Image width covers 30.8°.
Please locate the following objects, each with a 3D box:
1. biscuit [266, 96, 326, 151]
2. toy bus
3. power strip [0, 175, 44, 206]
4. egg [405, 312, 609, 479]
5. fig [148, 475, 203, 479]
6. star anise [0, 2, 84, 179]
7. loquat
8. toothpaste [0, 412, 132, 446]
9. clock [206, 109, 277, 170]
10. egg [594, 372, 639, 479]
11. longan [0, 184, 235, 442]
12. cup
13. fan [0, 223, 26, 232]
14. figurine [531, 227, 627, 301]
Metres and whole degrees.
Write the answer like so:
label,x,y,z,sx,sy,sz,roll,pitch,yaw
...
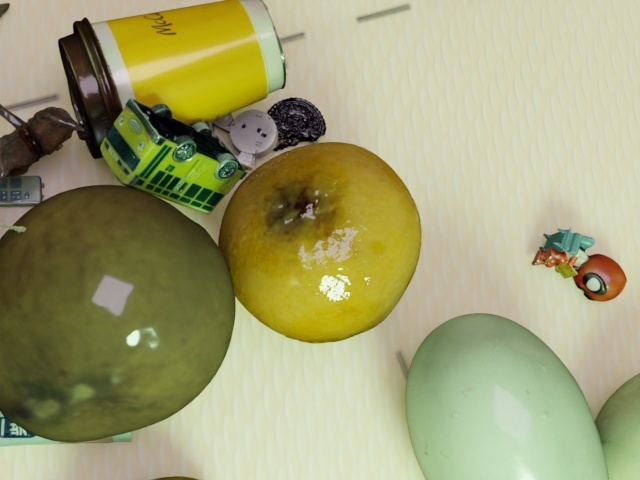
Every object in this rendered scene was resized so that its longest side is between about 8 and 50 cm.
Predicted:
label,x,y,z,sx,sy,sz,roll,pitch,yaw
biscuit,-0.037,-0.161,1.645,0.087,0.027,0.089,29,70,-3
toy bus,-0.185,-0.101,1.447,0.101,0.175,0.088,-48,56,15
power strip,-0.410,-0.065,1.533,0.090,0.016,0.040,-2,75,-14
egg,0.243,0.270,1.487,0.230,0.230,0.371,-23,87,-18
fig,-0.224,0.348,1.415,0.257,0.159,0.159,12,71,12
star anise,-0.401,-0.205,1.513,0.227,0.148,0.218,53,31,-4
loquat,0.000,0.000,1.492,0.263,0.263,0.263,4,74,-13
toothpaste,-0.340,0.236,1.459,0.205,0.036,0.056,2,74,-9
clock,-0.125,-0.152,1.610,0.129,0.041,0.087,28,81,8
egg,0.473,0.265,1.566,0.253,0.186,0.186,-31,84,-21
longan,-0.261,0.087,1.379,0.319,0.319,0.319,4,74,-13
cup,-0.196,-0.222,1.526,0.279,0.196,0.196,-19,80,-12
fan,-0.431,-0.026,1.395,0.010,0.310,0.182,49,64,-37
figurine,0.380,0.037,1.674,0.140,0.068,0.075,31,67,-11
